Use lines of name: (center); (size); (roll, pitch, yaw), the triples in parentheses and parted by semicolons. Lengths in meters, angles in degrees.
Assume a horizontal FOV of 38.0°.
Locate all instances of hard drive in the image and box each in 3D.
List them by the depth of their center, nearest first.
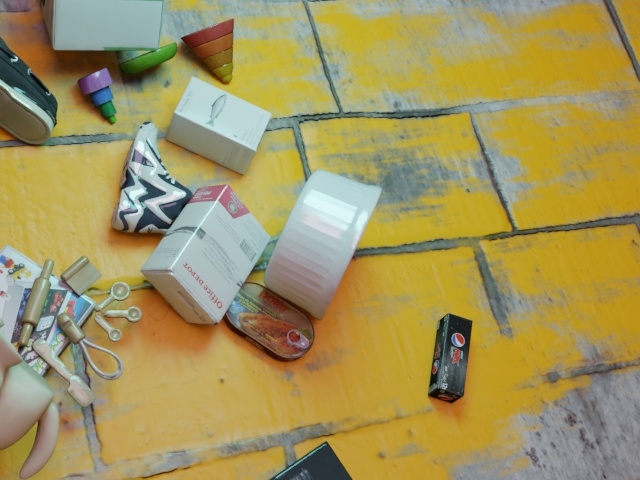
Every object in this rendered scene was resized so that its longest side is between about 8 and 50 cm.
hard drive: (-0.016, 0.437, 1.677); (0.135, 0.022, 0.094); (-28, 77, -29)

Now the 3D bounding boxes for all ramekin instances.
ramekin: (0.000, 0.000, 1.761); (0.135, 0.277, 0.277); (25, 59, 2)

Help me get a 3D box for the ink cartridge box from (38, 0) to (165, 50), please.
ink cartridge box: (-0.450, -0.502, 1.864); (0.211, 0.121, 0.289); (-4, 41, -23)

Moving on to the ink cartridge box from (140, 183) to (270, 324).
ink cartridge box: (-0.210, 0.027, 1.730); (0.158, 0.092, 0.218); (54, 50, -33)

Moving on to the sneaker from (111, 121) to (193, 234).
sneaker: (-0.306, -0.111, 1.804); (0.153, 0.094, 0.235); (17, 55, -19)

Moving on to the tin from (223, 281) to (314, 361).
tin: (-0.100, 0.156, 1.778); (0.190, 0.040, 0.106); (34, 62, -2)

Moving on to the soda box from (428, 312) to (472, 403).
soda box: (0.261, 0.235, 1.862); (0.060, 0.053, 0.169); (19, 60, -11)

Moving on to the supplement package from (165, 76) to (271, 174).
supplement package: (-0.207, -0.232, 1.889); (0.179, 0.105, 0.105); (24, 60, -7)

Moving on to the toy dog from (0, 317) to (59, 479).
toy dog: (-0.636, 0.259, 1.378); (0.408, 0.284, 0.395); (-37, 124, -15)

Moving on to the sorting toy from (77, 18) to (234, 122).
sorting toy: (-0.315, -0.342, 1.927); (0.366, 0.127, 0.126); (-30, 108, -27)

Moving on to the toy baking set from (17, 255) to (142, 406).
toy baking set: (-0.418, 0.147, 1.605); (0.197, 0.030, 0.256); (22, 60, -12)

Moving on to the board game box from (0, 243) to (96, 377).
board game box: (-0.552, 0.177, 1.588); (0.193, 0.053, 0.305); (34, 58, -3)

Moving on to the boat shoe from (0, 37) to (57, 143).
boat shoe: (-0.621, -0.331, 1.731); (0.340, 0.127, 0.113); (41, 40, -26)
